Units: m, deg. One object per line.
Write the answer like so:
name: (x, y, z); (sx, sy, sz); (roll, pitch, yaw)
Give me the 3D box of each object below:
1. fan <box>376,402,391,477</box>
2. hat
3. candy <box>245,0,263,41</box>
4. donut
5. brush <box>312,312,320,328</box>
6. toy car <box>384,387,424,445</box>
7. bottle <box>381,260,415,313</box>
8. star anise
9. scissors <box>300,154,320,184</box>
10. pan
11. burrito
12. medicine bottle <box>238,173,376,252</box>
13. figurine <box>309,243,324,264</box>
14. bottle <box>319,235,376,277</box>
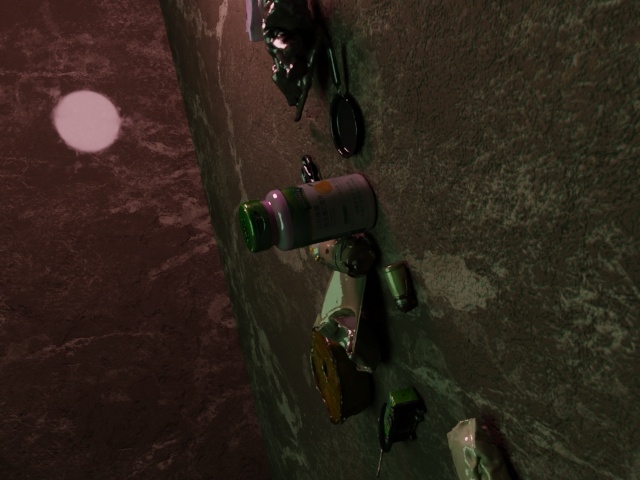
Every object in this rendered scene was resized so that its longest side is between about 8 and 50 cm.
fan: (0.147, 0.461, 1.273); (0.175, 0.005, 0.113); (-70, -35, -44)
hat: (0.095, 0.184, 1.314); (0.244, 0.149, 0.214); (-64, 25, 1)
candy: (-0.142, -0.589, 1.394); (0.160, 0.092, 0.073); (98, 156, -52)
donut: (0.053, 0.353, 1.497); (0.272, 0.107, 0.272); (171, 90, -72)
brush: (-0.008, 0.255, 1.724); (0.016, 0.013, 0.083); (56, 146, 34)
toy car: (0.177, 0.391, 1.218); (0.062, 0.071, 0.165); (-108, 15, -45)
bottle: (0.160, 0.095, 1.100); (0.063, 0.047, 0.101); (-7, -103, -82)
star anise: (-0.062, -0.454, 1.245); (0.359, 0.139, 0.315); (144, 120, -86)
scissors: (0.009, -0.097, 1.419); (0.109, 0.022, 0.300); (97, 151, -54)
pan: (0.047, -0.291, 1.167); (0.136, 0.028, 0.235); (-146, 42, -62)
burrito: (0.304, 0.491, 0.914); (0.117, 0.076, 0.392); (126, 127, -67)
medicine bottle: (-0.030, -0.054, 1.172); (0.133, 0.274, 0.133); (166, 90, -72)
figurine: (0.001, -0.004, 1.448); (0.101, 0.068, 0.143); (140, 132, -61)
bottle: (0.068, 0.033, 1.236); (0.152, 0.099, 0.099); (-162, 60, -65)
